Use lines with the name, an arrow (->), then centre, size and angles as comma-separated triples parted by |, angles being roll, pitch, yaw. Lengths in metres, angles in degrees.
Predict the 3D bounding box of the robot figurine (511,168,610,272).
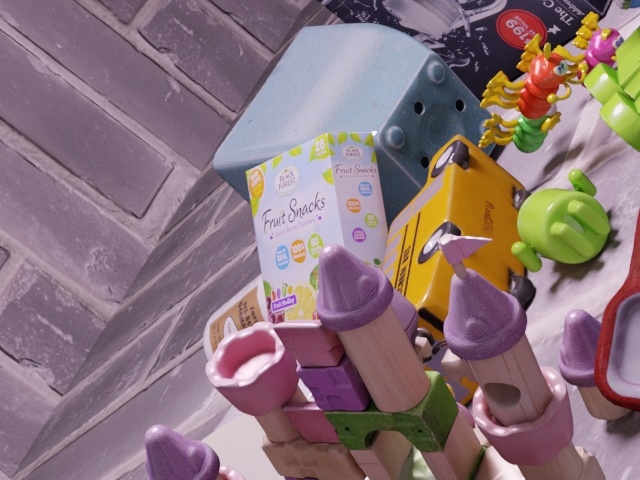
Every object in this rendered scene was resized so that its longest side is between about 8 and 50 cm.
robot figurine -> 0.223, -0.014, 1.327 | 0.101, 0.067, 0.115 | -55, 13, -2

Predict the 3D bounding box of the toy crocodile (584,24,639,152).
toy crocodile -> 0.318, -0.137, 1.294 | 0.115, 0.105, 0.340 | -48, 9, 18

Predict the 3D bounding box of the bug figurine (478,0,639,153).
bug figurine -> 0.269, -0.192, 1.498 | 0.279, 0.072, 0.216 | -46, -13, -24

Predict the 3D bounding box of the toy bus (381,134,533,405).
toy bus -> 0.133, 0.025, 1.445 | 0.130, 0.108, 0.332 | -48, 13, 28

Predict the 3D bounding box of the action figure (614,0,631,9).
action figure -> 0.297, -0.254, 1.326 | 0.137, 0.063, 0.232 | -29, 21, -17

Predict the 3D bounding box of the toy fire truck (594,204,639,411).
toy fire truck -> 0.307, -0.009, 0.771 | 0.302, 0.169, 0.254 | 6, 81, 39

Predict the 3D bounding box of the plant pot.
plant pot -> 0.073, -0.117, 1.779 | 0.252, 0.247, 0.248 | -4, 48, 54

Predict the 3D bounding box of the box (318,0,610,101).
box -> 0.173, -0.382, 1.874 | 0.312, 0.343, 0.179 | -34, 22, 54

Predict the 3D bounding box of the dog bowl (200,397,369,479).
dog bowl -> -0.041, 0.264, 1.216 | 0.265, 0.104, 0.265 | -27, 30, 18

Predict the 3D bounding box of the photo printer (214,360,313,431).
photo printer -> -0.045, 0.230, 1.503 | 0.307, 0.107, 0.256 | -57, 14, -21

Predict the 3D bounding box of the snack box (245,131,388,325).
snack box -> 0.000, 0.000, 1.596 | 0.174, 0.070, 0.207 | -22, 73, 54

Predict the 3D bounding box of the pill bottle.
pill bottle -> -0.035, 0.093, 1.783 | 0.229, 0.131, 0.131 | -40, 18, 42

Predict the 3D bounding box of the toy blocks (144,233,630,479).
toy blocks -> 0.047, 0.089, 1.016 | 0.289, 0.260, 0.309 | -4, 39, 36
